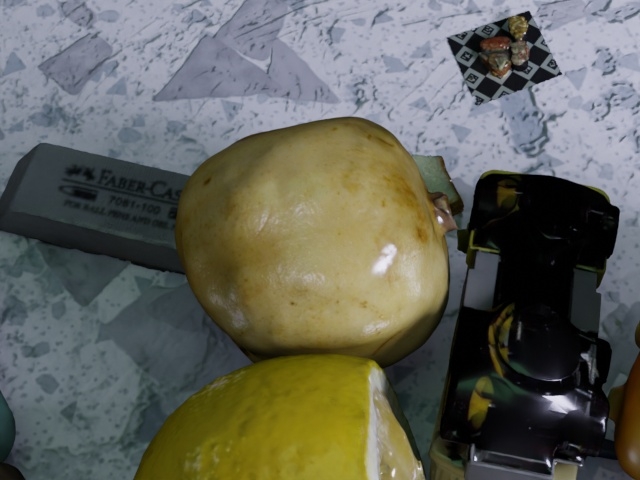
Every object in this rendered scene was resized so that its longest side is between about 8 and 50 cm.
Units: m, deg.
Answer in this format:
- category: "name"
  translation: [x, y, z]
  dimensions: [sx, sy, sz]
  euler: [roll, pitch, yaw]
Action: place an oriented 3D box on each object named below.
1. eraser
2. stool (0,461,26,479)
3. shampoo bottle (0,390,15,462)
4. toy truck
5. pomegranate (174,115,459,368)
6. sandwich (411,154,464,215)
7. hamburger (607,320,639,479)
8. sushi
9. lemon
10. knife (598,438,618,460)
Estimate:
- category: "eraser"
  translation: [-0.258, -0.040, 2.025]
  dimensions: [0.352, 0.077, 0.111]
  euler: [13, 64, 13]
- category: "stool"
  translation: [-0.343, 0.398, 1.735]
  dimensions: [0.179, 0.179, 0.264]
  euler: [-34, 63, -13]
- category: "shampoo bottle"
  translation: [-0.487, 0.145, 1.906]
  dimensions: [0.221, 0.151, 0.350]
  euler: [-27, 63, -12]
- category: "toy truck"
  translation: [0.227, 0.124, 1.789]
  dimensions: [0.180, 0.254, 0.405]
  euler: [12, 50, 1]
- category: "pomegranate"
  translation: [0.000, 0.000, 1.809]
  dimensions: [0.332, 0.332, 0.333]
  euler: [-3, 61, 5]
- category: "sandwich"
  translation: [0.121, -0.060, 2.019]
  dimensions: [0.104, 0.036, 0.093]
  euler: [-24, 62, -6]
- category: "hamburger"
  translation: [0.475, 0.127, 1.671]
  dimensions: [0.277, 0.396, 0.396]
  euler: [30, 68, 16]
- category: "sushi"
  translation: [0.245, -0.253, 2.118]
  dimensions: [0.126, 0.026, 0.120]
  euler: [-19, 62, -4]
- category: "lemon"
  translation: [-0.053, 0.299, 1.677]
  dimensions: [0.364, 0.364, 0.364]
  euler: [-3, 61, 5]
- category: "knife"
  translation: [0.317, 0.242, 1.842]
  dimensions: [0.121, 0.018, 0.031]
  euler: [9, 56, 10]
